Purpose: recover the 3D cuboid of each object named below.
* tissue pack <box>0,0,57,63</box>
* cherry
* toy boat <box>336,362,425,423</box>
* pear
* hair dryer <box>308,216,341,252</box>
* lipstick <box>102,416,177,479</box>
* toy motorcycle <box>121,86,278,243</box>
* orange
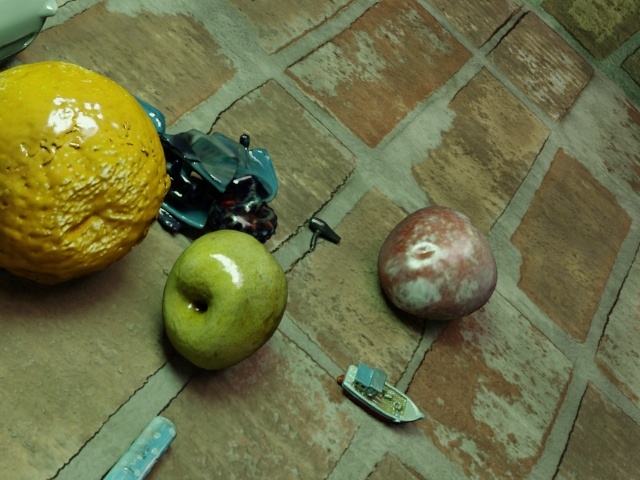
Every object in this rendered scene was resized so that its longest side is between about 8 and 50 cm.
[{"bbox_3d":[-0.618,-0.394,1.584,0.236,0.229,0.333,44,41,1],"label":"tissue pack"},{"bbox_3d":[0.247,0.049,1.921,0.285,0.213,0.236,-28,53,-28],"label":"cherry"},{"bbox_3d":[0.114,0.286,1.722,0.173,0.059,0.069,35,41,-9],"label":"toy boat"},{"bbox_3d":[-0.154,0.097,1.559,0.188,0.228,0.211,16,10,27],"label":"pear"},{"bbox_3d":[0.000,0.000,1.909,0.079,0.031,0.083,38,54,-20],"label":"hair dryer"},{"bbox_3d":[-0.271,0.328,1.386,0.048,0.048,0.158,41,40,-2],"label":"lipstick"},{"bbox_3d":[-0.242,-0.145,1.746,0.416,0.172,0.232,32,35,0],"label":"toy motorcycle"},{"bbox_3d":[-0.413,-0.110,1.440,0.340,0.340,0.293,-7,37,-42],"label":"orange"}]
